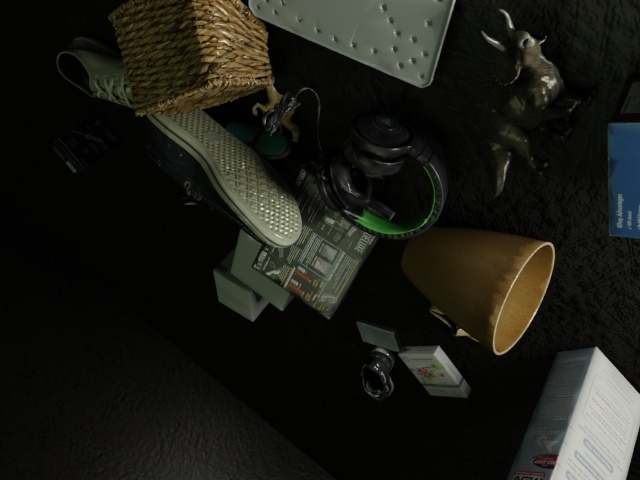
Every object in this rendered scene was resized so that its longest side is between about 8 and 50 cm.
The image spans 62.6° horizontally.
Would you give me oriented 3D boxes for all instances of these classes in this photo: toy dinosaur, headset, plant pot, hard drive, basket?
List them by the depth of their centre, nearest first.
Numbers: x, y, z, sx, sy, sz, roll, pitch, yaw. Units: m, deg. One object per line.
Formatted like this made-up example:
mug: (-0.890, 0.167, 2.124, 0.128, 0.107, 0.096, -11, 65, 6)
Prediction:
toy dinosaur: (0.324, -0.208, 0.848, 0.160, 0.121, 0.313, 39, 153, 23)
headset: (0.067, -0.145, 1.047, 0.394, 0.185, 0.243, 41, 134, -7)
plant pot: (0.302, 0.068, 1.082, 0.254, 0.237, 0.237, 27, 145, 35)
basket: (-0.255, -0.402, 1.100, 0.299, 0.213, 0.223, -5, 101, 40)
toy dinosaur: (-0.104, -0.307, 1.198, 0.092, 0.053, 0.183, -15, 114, 32)
hard drive: (0.181, 0.292, 1.619, 0.135, 0.022, 0.094, 11, 137, 36)

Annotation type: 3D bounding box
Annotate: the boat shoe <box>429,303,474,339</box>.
boat shoe: (0.353, 0.214, 1.315, 0.190, 0.072, 0.068, 34, 146, 8)

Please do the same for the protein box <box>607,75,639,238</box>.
protein box: (0.519, -0.110, 0.720, 0.201, 0.136, 0.200, 9, 136, 38)

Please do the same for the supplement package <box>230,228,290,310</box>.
supplement package: (-0.127, 0.047, 1.528, 0.204, 0.145, 0.262, 36, 146, 6)

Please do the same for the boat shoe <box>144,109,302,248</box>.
boat shoe: (-0.237, -0.143, 1.234, 0.500, 0.186, 0.156, 42, 125, 18)

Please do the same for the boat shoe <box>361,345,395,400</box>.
boat shoe: (0.181, 0.464, 1.755, 0.114, 0.091, 0.303, 22, 142, 26)

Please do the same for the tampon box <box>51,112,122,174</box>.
tampon box: (-0.759, -0.314, 1.713, 0.101, 0.161, 0.120, -9, 122, 49)

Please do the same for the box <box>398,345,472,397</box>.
box: (0.339, 0.389, 1.564, 0.145, 0.038, 0.186, -15, 117, 51)

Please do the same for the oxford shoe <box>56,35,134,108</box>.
oxford shoe: (-0.519, -0.414, 1.396, 0.449, 0.130, 0.169, 26, 142, 18)

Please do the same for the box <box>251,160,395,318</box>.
box: (0.000, 0.000, 1.279, 0.242, 0.076, 0.307, 32, 114, 10)

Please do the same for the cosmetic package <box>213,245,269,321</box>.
cosmetic package: (-0.241, 0.135, 1.735, 0.151, 0.151, 0.184, 28, 145, 16)

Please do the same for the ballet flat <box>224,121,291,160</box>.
ballet flat: (-0.145, -0.235, 1.296, 0.221, 0.077, 0.079, 22, 161, 33)

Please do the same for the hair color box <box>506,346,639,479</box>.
hair color box: (0.541, 0.430, 1.107, 0.185, 0.374, 0.113, 46, 146, -8)

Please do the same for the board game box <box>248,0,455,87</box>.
board game box: (0.050, -0.483, 0.827, 0.390, 0.050, 0.390, 29, 145, 16)

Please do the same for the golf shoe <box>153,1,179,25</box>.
golf shoe: (-0.358, -0.487, 1.184, 0.077, 0.094, 0.198, 39, 145, 4)
